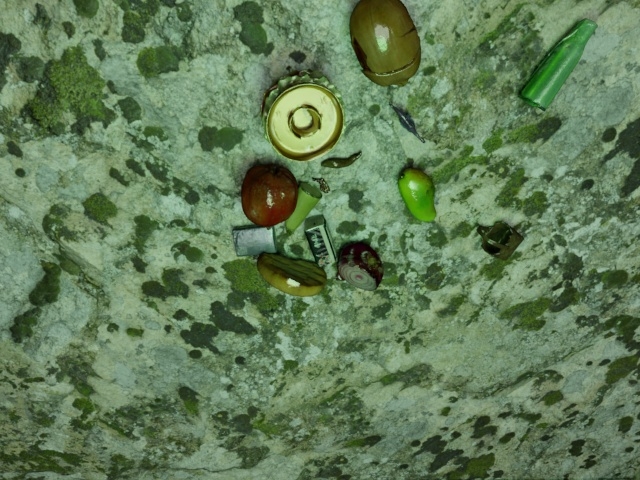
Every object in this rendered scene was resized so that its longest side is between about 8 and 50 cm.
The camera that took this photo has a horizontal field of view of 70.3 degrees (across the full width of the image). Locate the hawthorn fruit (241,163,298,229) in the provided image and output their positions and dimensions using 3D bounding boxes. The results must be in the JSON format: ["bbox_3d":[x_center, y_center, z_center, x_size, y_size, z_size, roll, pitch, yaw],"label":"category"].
[{"bbox_3d":[-0.179,-0.135,1.564,0.205,0.205,0.253,7,123,-10],"label":"hawthorn fruit"}]

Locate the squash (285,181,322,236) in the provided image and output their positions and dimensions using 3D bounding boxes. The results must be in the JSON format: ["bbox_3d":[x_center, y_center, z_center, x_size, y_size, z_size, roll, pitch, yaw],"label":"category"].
[{"bbox_3d":[-0.077,-0.102,1.668,0.094,0.094,0.224,19,122,-16],"label":"squash"}]

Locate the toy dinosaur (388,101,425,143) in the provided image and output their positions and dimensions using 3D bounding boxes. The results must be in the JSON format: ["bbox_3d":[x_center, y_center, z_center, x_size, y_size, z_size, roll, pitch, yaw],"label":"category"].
[{"bbox_3d":[0.292,-0.401,1.535,0.045,0.080,0.197,-40,116,19],"label":"toy dinosaur"}]

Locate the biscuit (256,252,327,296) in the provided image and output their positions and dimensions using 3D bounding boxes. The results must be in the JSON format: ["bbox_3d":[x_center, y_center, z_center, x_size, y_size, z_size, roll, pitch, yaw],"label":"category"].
[{"bbox_3d":[-0.104,0.133,1.704,0.274,0.213,0.091,18,114,-23],"label":"biscuit"}]

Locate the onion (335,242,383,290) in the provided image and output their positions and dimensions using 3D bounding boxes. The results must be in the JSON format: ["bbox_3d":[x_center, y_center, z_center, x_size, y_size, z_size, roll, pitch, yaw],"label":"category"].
[{"bbox_3d":[0.140,0.106,1.783,0.195,0.140,0.218,31,148,-20],"label":"onion"}]

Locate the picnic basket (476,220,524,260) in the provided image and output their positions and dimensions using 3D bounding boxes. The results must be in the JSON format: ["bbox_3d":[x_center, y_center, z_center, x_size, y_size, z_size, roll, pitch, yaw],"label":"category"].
[{"bbox_3d":[0.685,-0.008,1.772,0.178,0.128,0.138,20,114,-28],"label":"picnic basket"}]

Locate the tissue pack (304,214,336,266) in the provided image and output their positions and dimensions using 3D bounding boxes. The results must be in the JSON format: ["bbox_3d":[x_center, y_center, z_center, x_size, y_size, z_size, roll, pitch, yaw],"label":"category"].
[{"bbox_3d":[0.000,-0.001,1.714,0.090,0.103,0.170,-14,120,6],"label":"tissue pack"}]

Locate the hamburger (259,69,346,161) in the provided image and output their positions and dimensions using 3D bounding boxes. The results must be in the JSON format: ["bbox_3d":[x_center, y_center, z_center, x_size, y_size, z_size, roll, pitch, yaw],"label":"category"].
[{"bbox_3d":[-0.057,-0.395,1.422,0.274,0.212,0.275,-5,122,-7],"label":"hamburger"}]

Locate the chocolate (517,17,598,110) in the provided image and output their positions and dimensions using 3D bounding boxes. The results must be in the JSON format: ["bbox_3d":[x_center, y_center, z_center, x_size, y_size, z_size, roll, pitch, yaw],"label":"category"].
[{"bbox_3d":[0.781,-0.575,1.485,0.110,0.110,0.291,25,111,-19],"label":"chocolate"}]

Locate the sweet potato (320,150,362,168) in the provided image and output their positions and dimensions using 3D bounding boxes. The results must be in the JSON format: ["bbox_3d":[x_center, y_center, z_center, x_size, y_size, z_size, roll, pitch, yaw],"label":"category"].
[{"bbox_3d":[0.076,-0.277,1.606,0.153,0.038,0.041,-15,143,0],"label":"sweet potato"}]

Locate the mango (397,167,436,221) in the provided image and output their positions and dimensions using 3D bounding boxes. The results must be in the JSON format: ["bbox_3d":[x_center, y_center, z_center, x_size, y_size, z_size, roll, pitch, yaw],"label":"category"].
[{"bbox_3d":[0.362,-0.167,1.659,0.125,0.111,0.233,-30,119,16],"label":"mango"}]

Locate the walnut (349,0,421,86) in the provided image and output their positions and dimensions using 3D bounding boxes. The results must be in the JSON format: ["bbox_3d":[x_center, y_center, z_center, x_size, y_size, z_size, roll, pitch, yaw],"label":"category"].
[{"bbox_3d":[0.202,-0.586,1.356,0.203,0.203,0.298,-33,129,12],"label":"walnut"}]

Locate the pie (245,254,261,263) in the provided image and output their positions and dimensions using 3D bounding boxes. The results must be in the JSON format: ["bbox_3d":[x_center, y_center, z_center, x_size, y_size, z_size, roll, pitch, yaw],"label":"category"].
[{"bbox_3d":[-0.250,0.058,1.768,0.085,0.017,0.085,-3,119,-5],"label":"pie"}]

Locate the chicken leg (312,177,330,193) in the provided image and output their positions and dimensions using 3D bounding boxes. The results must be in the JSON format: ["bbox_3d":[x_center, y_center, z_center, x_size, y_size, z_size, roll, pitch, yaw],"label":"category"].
[{"bbox_3d":[0.006,-0.204,1.648,0.036,0.021,0.083,-32,118,22],"label":"chicken leg"}]

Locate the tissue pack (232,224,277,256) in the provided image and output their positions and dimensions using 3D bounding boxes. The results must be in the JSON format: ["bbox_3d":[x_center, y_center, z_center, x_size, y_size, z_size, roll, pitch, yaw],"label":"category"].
[{"bbox_3d":[-0.246,-0.001,1.710,0.156,0.051,0.112,-6,110,-1],"label":"tissue pack"}]
